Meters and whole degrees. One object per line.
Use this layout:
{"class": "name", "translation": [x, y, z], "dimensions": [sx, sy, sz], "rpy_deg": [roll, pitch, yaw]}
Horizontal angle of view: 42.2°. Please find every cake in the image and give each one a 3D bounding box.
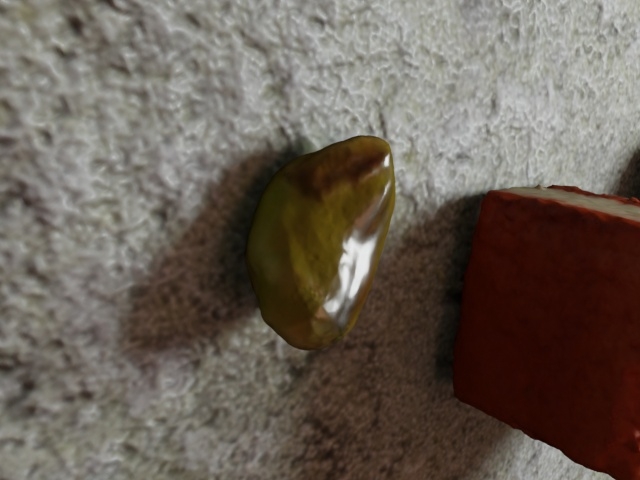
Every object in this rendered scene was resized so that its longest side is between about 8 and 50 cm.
{"class": "cake", "translation": [0.322, 0.089, 0.879], "dimensions": [0.319, 0.269, 0.270], "rpy_deg": [5, 100, -42]}

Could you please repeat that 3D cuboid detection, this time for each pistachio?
{"class": "pistachio", "translation": [0.001, 0.000, 0.669], "dimensions": [0.110, 0.100, 0.190], "rpy_deg": [63, 41, -63]}
